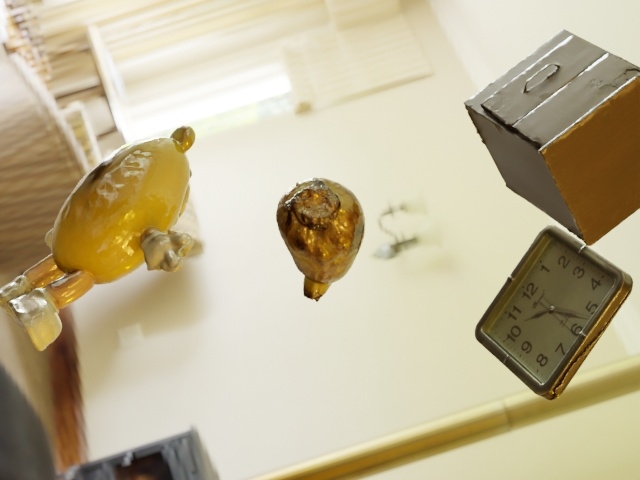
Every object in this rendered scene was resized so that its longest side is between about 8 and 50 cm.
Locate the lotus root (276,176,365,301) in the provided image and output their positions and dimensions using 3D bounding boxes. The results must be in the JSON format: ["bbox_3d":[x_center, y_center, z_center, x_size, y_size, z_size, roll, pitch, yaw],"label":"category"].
[{"bbox_3d":[0.000,0.000,1.444,0.190,0.108,0.094,88,23,-56],"label":"lotus root"}]

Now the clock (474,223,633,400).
[{"bbox_3d":[0.434,0.132,2.194,0.049,0.273,0.279,29,9,-31],"label":"clock"}]

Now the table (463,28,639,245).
[{"bbox_3d":[0.313,-0.137,1.457,0.172,0.169,0.193,56,-5,-35],"label":"table"}]

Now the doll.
[{"bbox_3d":[-0.363,0.005,1.935,0.161,0.423,0.348,53,11,-38],"label":"doll"}]
